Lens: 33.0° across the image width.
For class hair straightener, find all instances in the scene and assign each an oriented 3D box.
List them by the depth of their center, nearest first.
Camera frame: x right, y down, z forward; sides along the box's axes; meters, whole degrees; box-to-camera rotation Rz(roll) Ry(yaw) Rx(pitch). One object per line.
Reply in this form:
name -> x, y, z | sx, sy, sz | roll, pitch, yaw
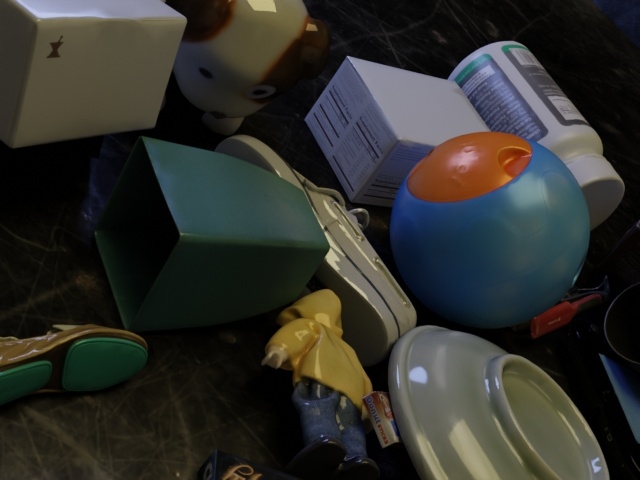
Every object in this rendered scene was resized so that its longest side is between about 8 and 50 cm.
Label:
hair straightener -> 0.385, 0.097, 1.754 | 0.230, 0.047, 0.089 | -23, 25, -35

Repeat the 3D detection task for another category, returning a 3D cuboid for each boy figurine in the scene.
boy figurine -> -0.006, 0.162, 1.288 | 0.177, 0.092, 0.285 | 35, 27, -34

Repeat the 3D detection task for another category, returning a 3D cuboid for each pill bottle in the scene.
pill bottle -> 0.392, -0.184, 2.010 | 0.204, 0.204, 0.361 | 5, 44, -40

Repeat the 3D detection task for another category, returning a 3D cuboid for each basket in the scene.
basket -> 0.584, 0.192, 1.711 | 0.227, 0.154, 0.204 | 44, -1, -27

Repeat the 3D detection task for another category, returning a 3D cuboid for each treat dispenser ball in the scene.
treat dispenser ball -> 0.245, -0.015, 1.578 | 0.288, 0.288, 0.288 | 25, 34, -18

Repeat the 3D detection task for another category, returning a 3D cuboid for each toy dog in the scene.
toy dog -> -0.123, -0.330, 1.550 | 0.284, 0.395, 0.408 | 28, 23, -30

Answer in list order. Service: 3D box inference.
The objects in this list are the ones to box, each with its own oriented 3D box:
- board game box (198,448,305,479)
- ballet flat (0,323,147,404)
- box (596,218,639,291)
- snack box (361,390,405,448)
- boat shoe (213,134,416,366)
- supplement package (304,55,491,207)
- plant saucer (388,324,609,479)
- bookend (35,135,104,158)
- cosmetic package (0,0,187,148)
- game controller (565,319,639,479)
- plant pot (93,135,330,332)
board game box -> -0.013, 0.328, 1.123 | 0.243, 0.042, 0.165 | 23, 35, -20
ballet flat -> -0.282, 0.117, 1.109 | 0.073, 0.080, 0.232 | 39, 27, 32
box -> 0.607, -0.007, 1.834 | 0.143, 0.191, 0.381 | 44, -4, 9
snack box -> 0.097, 0.218, 1.309 | 0.064, 0.022, 0.178 | 68, 15, 17
boat shoe -> 0.006, -0.004, 1.480 | 0.367, 0.136, 0.156 | 48, 34, 12
supplement package -> 0.144, -0.171, 1.814 | 0.261, 0.145, 0.204 | 6, 44, -40
plant saucer -> 0.253, 0.254, 1.343 | 0.400, 0.100, 0.400 | 38, 26, -23
bookend -> -0.363, -0.189, 1.420 | 0.157, 0.072, 0.156 | 10, 30, -21
cosmetic package -> -0.410, -0.301, 1.333 | 0.453, 0.162, 0.230 | 36, 30, 27
game controller -> 0.474, 0.260, 1.654 | 0.166, 0.067, 0.319 | 19, 37, -26
plant pot -> -0.121, 0.001, 1.309 | 0.234, 0.166, 0.166 | 5, 44, -36
